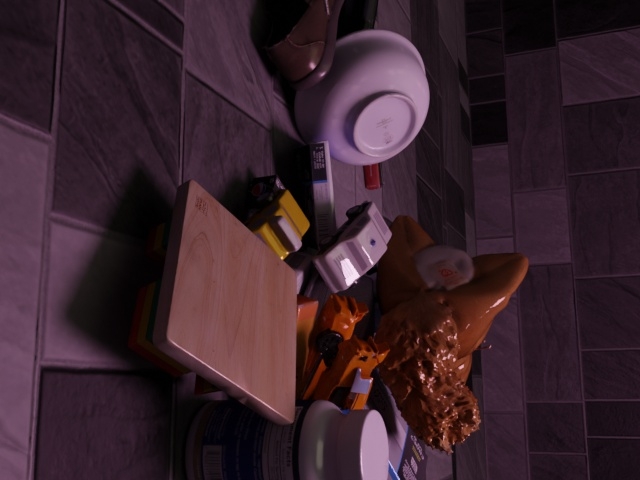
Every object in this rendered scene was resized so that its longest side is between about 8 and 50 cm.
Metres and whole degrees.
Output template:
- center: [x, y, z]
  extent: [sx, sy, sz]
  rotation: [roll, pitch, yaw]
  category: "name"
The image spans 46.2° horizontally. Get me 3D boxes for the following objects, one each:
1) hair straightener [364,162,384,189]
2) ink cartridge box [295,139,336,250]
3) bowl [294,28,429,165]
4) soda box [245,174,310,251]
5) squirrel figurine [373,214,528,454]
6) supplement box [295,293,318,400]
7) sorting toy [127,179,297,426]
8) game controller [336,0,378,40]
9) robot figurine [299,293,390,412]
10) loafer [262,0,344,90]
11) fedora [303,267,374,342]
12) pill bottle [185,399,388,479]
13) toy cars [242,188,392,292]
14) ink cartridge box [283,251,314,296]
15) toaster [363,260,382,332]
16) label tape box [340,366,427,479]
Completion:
- center: [0.133, -0.249, 1.973]
  extent: [0.089, 0.047, 0.230]
  rotation: [-18, 98, -68]
  category: "hair straightener"
- center: [-0.014, -0.088, 1.494]
  extent: [0.208, 0.045, 0.206]
  rotation: [-164, -112, -80]
  category: "ink cartridge box"
- center: [0.105, -0.261, 1.514]
  extent: [0.134, 0.298, 0.298]
  rotation: [60, -3, 47]
  category: "bowl"
- center: [-0.075, -0.045, 1.366]
  extent: [0.169, 0.053, 0.060]
  rotation: [57, 36, -50]
  category: "soda box"
- center: [0.216, 0.219, 1.485]
  extent: [0.397, 0.281, 0.370]
  rotation: [-59, 158, -45]
  category: "squirrel figurine"
- center: [-0.070, 0.202, 1.205]
  extent: [0.078, 0.080, 0.233]
  rotation: [-5, 106, -65]
  category: "supplement box"
- center: [-0.141, 0.096, 1.025]
  extent: [0.255, 0.089, 0.257]
  rotation: [45, 33, -40]
  category: "sorting toy"
- center: [0.052, -0.480, 1.572]
  extent: [0.067, 0.166, 0.319]
  rotation: [3, 102, -34]
  category: "game controller"
- center: [0.010, 0.248, 1.242]
  extent: [0.211, 0.085, 0.291]
  rotation: [-116, -139, -51]
  category: "robot figurine"
- center: [-0.033, -0.468, 1.453]
  extent: [0.130, 0.134, 0.366]
  rotation: [34, 47, -42]
  category: "loafer"
- center: [0.037, 0.161, 1.433]
  extent: [0.275, 0.124, 0.244]
  rotation: [-67, 162, -44]
  category: "fedora"
- center: [-0.045, 0.306, 1.075]
  extent: [0.153, 0.264, 0.153]
  rotation: [-4, 90, -69]
  category: "pill bottle"
- center: [0.000, 0.000, 1.287]
  extent: [0.393, 0.087, 0.176]
  rotation: [5, 81, -42]
  category: "toy cars"
- center: [-0.068, 0.157, 1.376]
  extent: [0.181, 0.056, 0.225]
  rotation: [-53, 153, -60]
  category: "ink cartridge box"
- center: [0.108, 0.081, 1.672]
  extent: [0.146, 0.129, 0.227]
  rotation: [57, 11, -46]
  category: "toaster"
- center: [0.110, 0.378, 1.516]
  extent: [0.249, 0.115, 0.347]
  rotation: [60, 17, -3]
  category: "label tape box"
